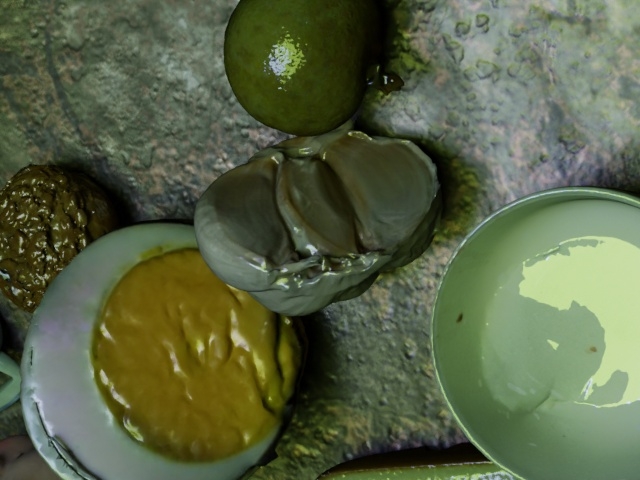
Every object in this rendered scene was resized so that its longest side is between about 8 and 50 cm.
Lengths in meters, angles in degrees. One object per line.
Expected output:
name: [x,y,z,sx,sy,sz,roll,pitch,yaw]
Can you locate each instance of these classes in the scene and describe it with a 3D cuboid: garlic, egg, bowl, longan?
garlic: [0.000,0.000,1.508,0.229,0.178,0.143,-8,136,-8]
egg: [-0.156,0.126,1.600,0.264,0.174,0.286,14,77,-7]
bowl: [0.246,0.078,1.436,0.277,0.145,0.277,4,101,21]
longan: [-0.005,-0.172,1.490,0.176,0.145,0.155,16,116,8]

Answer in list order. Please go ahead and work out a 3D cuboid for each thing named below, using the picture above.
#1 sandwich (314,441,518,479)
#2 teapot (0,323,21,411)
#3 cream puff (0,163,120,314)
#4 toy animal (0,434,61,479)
sandwich: [0.104,0.244,1.565,0.244,0.088,0.090,-10,88,28]
teapot: [-0.391,0.119,1.748,0.108,0.149,0.111,-47,42,39]
cream puff: [-0.272,0.005,1.650,0.150,0.115,0.165,-33,89,29]
toy animal: [-0.332,0.290,1.711,0.250,0.154,0.166,-11,57,32]
